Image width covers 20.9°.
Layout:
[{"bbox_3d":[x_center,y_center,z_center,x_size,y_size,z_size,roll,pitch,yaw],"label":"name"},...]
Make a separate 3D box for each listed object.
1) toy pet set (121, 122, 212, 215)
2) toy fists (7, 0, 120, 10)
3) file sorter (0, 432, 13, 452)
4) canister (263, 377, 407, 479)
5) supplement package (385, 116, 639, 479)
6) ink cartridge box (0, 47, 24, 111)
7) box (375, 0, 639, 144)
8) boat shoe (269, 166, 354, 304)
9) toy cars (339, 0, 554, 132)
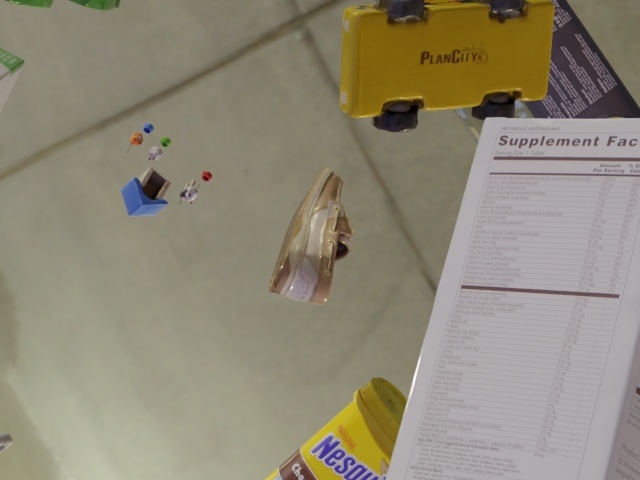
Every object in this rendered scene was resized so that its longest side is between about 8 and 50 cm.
[{"bbox_3d":[-0.235,-0.084,2.427,0.122,0.065,0.114,39,140,-15],"label":"toy pet set"},{"bbox_3d":[-0.196,-0.259,1.321,0.096,0.279,0.142,28,101,9],"label":"toy fists"},{"bbox_3d":[-0.243,0.218,0.969,0.193,0.173,0.278,-31,82,23],"label":"file sorter"},{"bbox_3d":[0.029,0.228,1.604,0.170,0.073,0.126,-43,72,14],"label":"canister"},{"bbox_3d":[0.150,0.066,0.984,0.139,0.244,0.134,4,159,38],"label":"supplement package"},{"bbox_3d":[-0.541,-0.231,2.187,0.289,0.211,0.122,28,103,-5],"label":"ink cartridge box"},{"bbox_3d":[0.200,-0.141,1.658,0.395,0.097,0.318,55,174,-7],"label":"box"},{"bbox_3d":[0.000,0.000,1.578,0.059,0.170,0.063,26,132,-6],"label":"boat shoe"},{"bbox_3d":[0.152,-0.221,1.347,0.087,0.394,0.176,28,161,53],"label":"toy cars"}]
